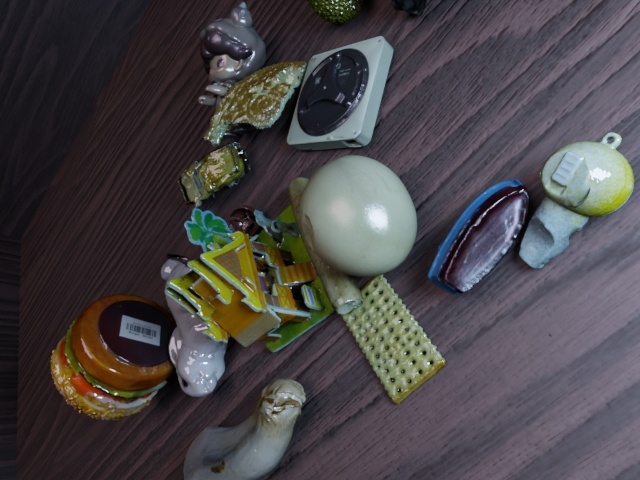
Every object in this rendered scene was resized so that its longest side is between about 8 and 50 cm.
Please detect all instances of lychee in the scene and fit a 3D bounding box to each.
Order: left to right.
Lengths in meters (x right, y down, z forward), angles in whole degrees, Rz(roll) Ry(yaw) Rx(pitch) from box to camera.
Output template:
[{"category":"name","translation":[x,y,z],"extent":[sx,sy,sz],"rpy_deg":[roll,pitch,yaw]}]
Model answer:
[{"category":"lychee","translation":[0.043,-0.644,1.109],"extent":[0.171,0.171,0.172],"rpy_deg":[-16,66,39]}]

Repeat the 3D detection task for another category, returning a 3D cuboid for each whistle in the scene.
[{"category":"whistle","translation":[0.381,-0.055,0.645],"extent":[0.123,0.122,0.223],"rpy_deg":[46,128,41]}]

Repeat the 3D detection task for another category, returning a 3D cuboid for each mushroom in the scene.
[{"category":"mushroom","translation":[-0.167,0.449,0.956],"extent":[0.397,0.125,0.178],"rpy_deg":[-39,44,31]}]

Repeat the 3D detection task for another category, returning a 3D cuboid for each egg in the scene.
[{"category":"egg","translation":[0.070,-0.049,0.834],"extent":[0.219,0.219,0.269],"rpy_deg":[-57,45,13]}]

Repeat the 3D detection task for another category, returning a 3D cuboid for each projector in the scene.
[{"category":"projector","translation":[0.037,-0.361,1.065],"extent":[0.257,0.079,0.260],"rpy_deg":[8,80,45]}]

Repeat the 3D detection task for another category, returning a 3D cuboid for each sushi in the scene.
[{"category":"sushi","translation":[-0.335,-0.188,1.331],"extent":[0.290,0.131,0.139],"rpy_deg":[-22,85,28]}]

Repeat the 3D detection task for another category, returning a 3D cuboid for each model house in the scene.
[{"category":"model house","translation":[-0.179,0.041,0.975],"extent":[0.242,0.312,0.358],"rpy_deg":[-36,53,26]}]

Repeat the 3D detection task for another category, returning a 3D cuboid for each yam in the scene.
[{"category":"yam","translation":[0.000,0.000,0.971],"extent":[0.083,0.083,0.372],"rpy_deg":[-41,48,25]}]

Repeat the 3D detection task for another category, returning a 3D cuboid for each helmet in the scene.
[{"category":"helmet","translation":[-0.204,-0.057,1.204],"extent":[0.111,0.057,0.089],"rpy_deg":[-33,92,24]}]

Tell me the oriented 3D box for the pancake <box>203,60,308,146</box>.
[{"category":"pancake","translation":[-0.174,-0.388,1.218],"extent":[0.376,0.054,0.198],"rpy_deg":[-28,63,13]}]

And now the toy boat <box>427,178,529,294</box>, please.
[{"category":"toy boat","translation":[0.272,-0.009,0.732],"extent":[0.223,0.100,0.097],"rpy_deg":[-56,10,8]}]

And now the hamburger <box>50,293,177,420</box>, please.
[{"category":"hamburger","translation":[-0.589,0.338,1.246],"extent":[0.250,0.329,0.330],"rpy_deg":[-48,49,23]}]

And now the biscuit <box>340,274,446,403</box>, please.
[{"category":"biscuit","translation":[0.130,0.187,0.841],"extent":[0.139,0.016,0.232],"rpy_deg":[-48,50,19]}]

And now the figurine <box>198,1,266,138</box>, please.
[{"category":"figurine","translation":[-0.275,-0.519,1.342],"extent":[0.248,0.203,0.382],"rpy_deg":[-2,88,58]}]

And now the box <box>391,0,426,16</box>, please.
[{"category":"box","translation":[0.212,-0.690,0.840],"extent":[0.090,0.359,0.351],"rpy_deg":[13,85,10]}]

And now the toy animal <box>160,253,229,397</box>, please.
[{"category":"toy animal","translation":[-0.330,0.226,1.150],"extent":[0.257,0.193,0.358],"rpy_deg":[9,90,34]}]
